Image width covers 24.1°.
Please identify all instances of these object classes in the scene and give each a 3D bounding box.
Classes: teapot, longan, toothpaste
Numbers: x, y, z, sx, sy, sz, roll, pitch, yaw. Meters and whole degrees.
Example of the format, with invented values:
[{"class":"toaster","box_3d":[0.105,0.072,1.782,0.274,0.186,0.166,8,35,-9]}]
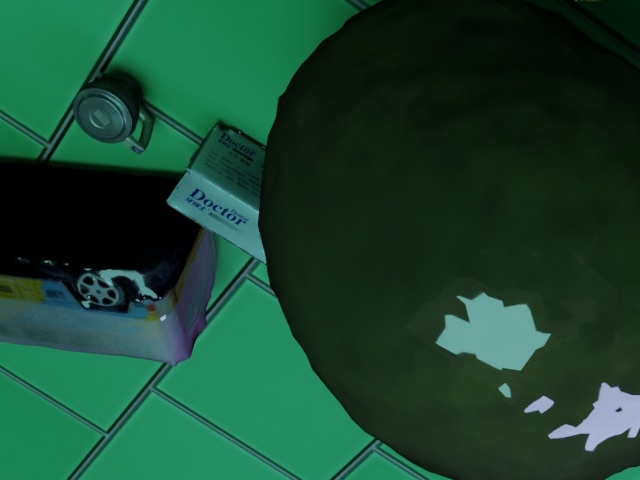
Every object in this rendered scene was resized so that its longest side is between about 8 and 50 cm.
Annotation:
[{"class":"teapot","box_3d":[-0.202,-0.130,1.509,0.066,0.057,0.088,-29,111,38]},{"class":"longan","box_3d":[0.152,0.010,1.252,0.436,0.404,0.404,34,142,36]},{"class":"toothpaste","box_3d":[0.000,0.000,1.522,0.313,0.089,0.071,32,137,-8]}]

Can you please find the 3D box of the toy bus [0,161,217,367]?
[{"class":"toy bus","box_3d":[-0.304,0.026,1.606,0.386,0.171,0.162,6,134,16]}]
